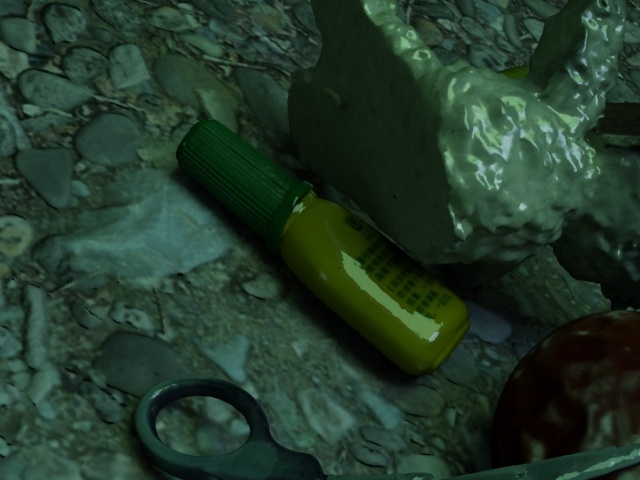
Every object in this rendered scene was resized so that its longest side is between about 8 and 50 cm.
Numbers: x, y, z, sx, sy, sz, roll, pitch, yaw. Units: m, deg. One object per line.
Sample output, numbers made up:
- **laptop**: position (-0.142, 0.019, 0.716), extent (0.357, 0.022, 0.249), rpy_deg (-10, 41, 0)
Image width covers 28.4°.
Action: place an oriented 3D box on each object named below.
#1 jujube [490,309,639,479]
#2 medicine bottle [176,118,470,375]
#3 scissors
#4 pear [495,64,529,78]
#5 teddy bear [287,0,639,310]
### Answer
- **jujube**: position (0.240, 0.203, 1.002), extent (0.223, 0.223, 0.318), rpy_deg (26, 47, -10)
- **medicine bottle**: position (0.000, 0.000, 1.131), extent (0.309, 0.076, 0.111), rpy_deg (40, 24, 8)
- **scissors**: position (0.050, 0.187, 0.880), extent (0.383, 0.029, 0.256), rpy_deg (-4, 44, 0)
- **pear**: position (0.190, -0.107, 1.329), extent (0.216, 0.166, 0.180), rpy_deg (22, 41, 33)
- **teddy bear**: position (0.209, -0.092, 1.163), extent (0.362, 0.327, 0.375), rpy_deg (-7, 41, -26)
